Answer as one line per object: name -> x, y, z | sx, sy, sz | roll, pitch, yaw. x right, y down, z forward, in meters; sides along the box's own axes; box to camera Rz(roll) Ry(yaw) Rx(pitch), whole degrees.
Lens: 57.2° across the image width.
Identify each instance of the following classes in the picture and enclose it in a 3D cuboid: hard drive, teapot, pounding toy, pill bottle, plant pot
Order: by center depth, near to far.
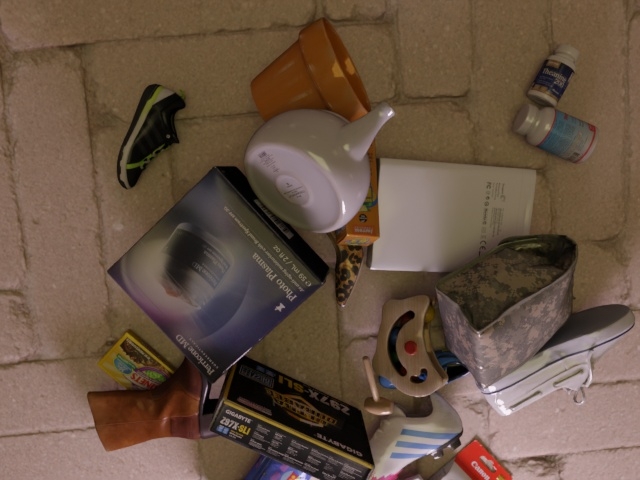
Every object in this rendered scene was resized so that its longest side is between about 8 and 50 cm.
teapot -> -0.007, -0.150, 1.095 | 0.256, 0.252, 0.187 | 21, 54, 21
plant pot -> -0.027, -0.303, 1.170 | 0.188, 0.205, 0.205 | -25, 99, 17
pounding toy -> 0.185, 0.244, 1.229 | 0.154, 0.155, 0.269 | 10, 87, 23
pill bottle -> 0.495, -0.348, 1.240 | 0.067, 0.067, 0.120 | 27, 96, -6
pill bottle -> 0.497, -0.231, 1.247 | 0.160, 0.087, 0.087 | 22, 96, -6
hard drive -> 0.280, -0.048, 1.257 | 0.353, 0.047, 0.233 | 2, 98, -13

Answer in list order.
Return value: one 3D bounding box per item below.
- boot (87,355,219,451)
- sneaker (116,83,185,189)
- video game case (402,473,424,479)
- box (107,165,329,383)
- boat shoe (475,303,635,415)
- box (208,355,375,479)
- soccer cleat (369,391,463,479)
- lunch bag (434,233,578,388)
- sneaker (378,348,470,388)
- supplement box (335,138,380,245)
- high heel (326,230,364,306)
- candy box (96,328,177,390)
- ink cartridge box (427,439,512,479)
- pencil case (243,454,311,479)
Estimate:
boot -> -0.362, 0.318, 1.273 | 0.280, 0.096, 0.264 | -7, 107, 6
sneaker -> -0.344, -0.208, 1.213 | 0.097, 0.084, 0.235 | 21, 96, -7
video game case -> 0.212, 0.627, 1.363 | 0.143, 0.019, 0.157 | -32, 99, 24
box -> -0.189, 0.060, 1.148 | 0.294, 0.183, 0.296 | -43, 92, 9
boat shoe -> 0.539, 0.285, 1.297 | 0.367, 0.136, 0.156 | -31, 98, 5
box -> -0.057, 0.371, 1.220 | 0.322, 0.257, 0.079 | 26, 95, -5
soccer cleat -> 0.159, 0.460, 1.328 | 0.331, 0.116, 0.143 | -31, 82, 0
lunch bag -> 0.399, 0.128, 1.209 | 0.287, 0.169, 0.235 | -30, 136, -8
sneaker -> 0.234, 0.294, 1.312 | 0.209, 0.082, 0.069 | -12, 100, 1
supplement box -> 0.072, -0.109, 1.205 | 0.078, 0.080, 0.233 | 2, 77, -17
high heel -> 0.000, 0.000, 1.246 | 0.186, 0.093, 0.261 | 11, 81, -10
candy box -> -0.385, 0.304, 1.311 | 0.206, 0.027, 0.105 | 42, 97, -7
ink cartridge box -> 0.347, 0.580, 1.376 | 0.179, 0.045, 0.145 | -42, 98, 6
pencil case -> -0.120, 0.552, 1.309 | 0.133, 0.119, 0.306 | 34, 95, -36
